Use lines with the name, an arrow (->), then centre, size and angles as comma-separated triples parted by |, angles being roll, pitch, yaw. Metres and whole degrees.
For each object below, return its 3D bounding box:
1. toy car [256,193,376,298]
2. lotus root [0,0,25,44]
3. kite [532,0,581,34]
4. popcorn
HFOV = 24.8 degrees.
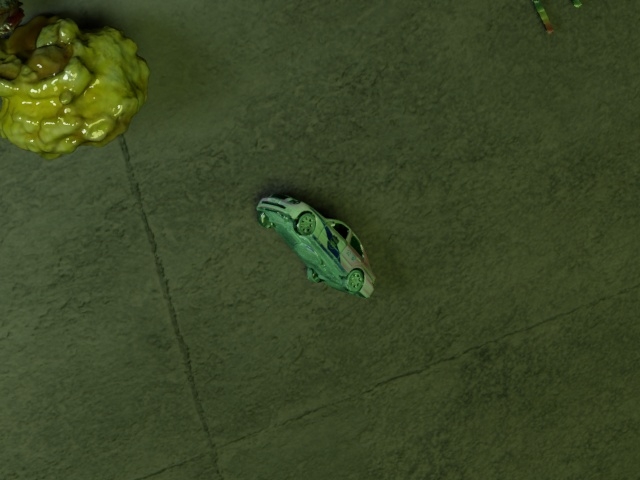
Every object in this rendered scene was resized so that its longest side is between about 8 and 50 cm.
toy car -> 0.000, 0.000, 2.095 | 0.076, 0.090, 0.224 | -55, 130, -18
lotus root -> -0.395, -0.343, 1.658 | 0.154, 0.154, 0.278 | -20, 126, -11
kite -> 0.302, -0.416, 2.004 | 0.152, 0.015, 0.285 | -31, 126, 1
popcorn -> -0.306, -0.192, 1.775 | 0.198, 0.197, 0.155 | -18, 125, -12
